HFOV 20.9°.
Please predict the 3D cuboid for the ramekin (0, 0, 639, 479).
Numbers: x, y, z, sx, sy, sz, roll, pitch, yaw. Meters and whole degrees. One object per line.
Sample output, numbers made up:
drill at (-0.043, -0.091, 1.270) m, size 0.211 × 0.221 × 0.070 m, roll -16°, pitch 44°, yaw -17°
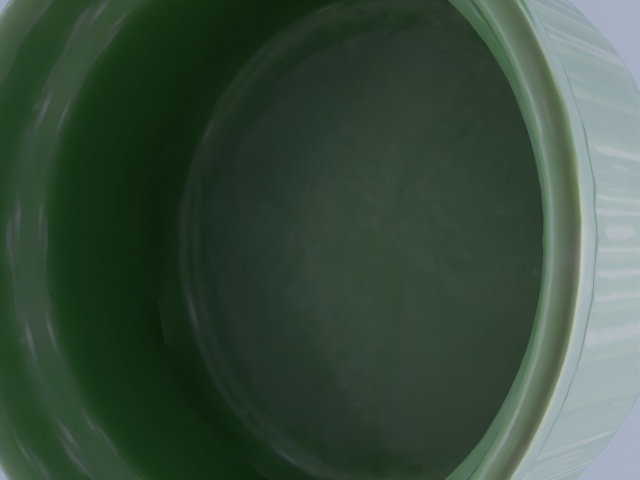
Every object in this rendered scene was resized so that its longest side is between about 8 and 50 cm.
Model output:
ramekin at (0.000, 0.000, 0.733) m, size 0.303 × 0.148 × 0.303 m, roll -1°, pitch -91°, yaw 33°
